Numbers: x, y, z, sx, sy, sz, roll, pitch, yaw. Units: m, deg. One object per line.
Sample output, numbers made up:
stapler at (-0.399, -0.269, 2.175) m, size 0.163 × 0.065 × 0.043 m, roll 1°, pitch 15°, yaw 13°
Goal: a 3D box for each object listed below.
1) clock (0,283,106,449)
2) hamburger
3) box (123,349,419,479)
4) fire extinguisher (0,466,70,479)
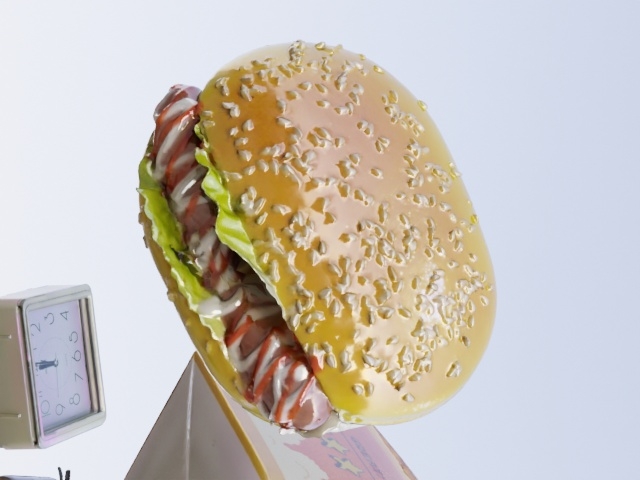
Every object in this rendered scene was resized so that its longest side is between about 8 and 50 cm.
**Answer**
clock at (-0.350, 0.158, 1.522) m, size 0.071 × 0.147 × 0.192 m, roll -4°, pitch -86°, yaw 26°
hamburger at (0.000, 0.000, 0.628) m, size 0.116 × 0.173 × 0.210 m, roll 121°, pitch -52°, yaw -68°
box at (-0.058, 0.295, 1.041) m, size 0.283 × 0.214 × 0.259 m, roll -60°, pitch -155°, yaw 9°
fire extinguisher at (-0.218, 0.188, 0.878) m, size 0.032 × 0.046 × 0.100 m, roll 60°, pitch 7°, yaw 19°
